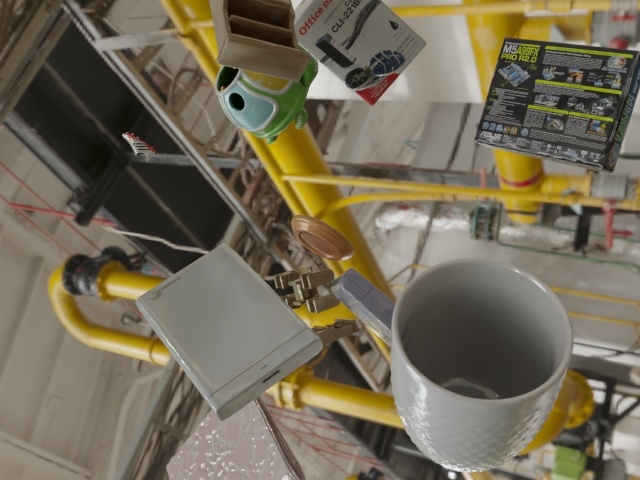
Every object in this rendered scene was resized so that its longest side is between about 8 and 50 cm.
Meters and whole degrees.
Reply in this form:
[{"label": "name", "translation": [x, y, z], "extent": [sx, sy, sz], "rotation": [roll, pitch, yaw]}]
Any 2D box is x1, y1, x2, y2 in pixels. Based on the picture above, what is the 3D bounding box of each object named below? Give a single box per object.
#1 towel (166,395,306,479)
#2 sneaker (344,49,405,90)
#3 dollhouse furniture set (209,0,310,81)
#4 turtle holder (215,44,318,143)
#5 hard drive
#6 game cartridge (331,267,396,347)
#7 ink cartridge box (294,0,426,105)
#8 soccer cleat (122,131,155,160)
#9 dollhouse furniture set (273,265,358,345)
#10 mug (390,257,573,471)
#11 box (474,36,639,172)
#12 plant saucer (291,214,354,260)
[{"label": "towel", "translation": [-0.197, 0.517, 1.534], "extent": [0.053, 0.317, 0.332], "rotation": [24, -69, -42]}, {"label": "sneaker", "translation": [0.115, -0.357, 1.477], "extent": [0.058, 0.135, 0.052], "rotation": [30, -143, -78]}, {"label": "dollhouse furniture set", "translation": [-0.065, -0.537, 1.282], "extent": [0.362, 0.394, 0.257], "rotation": [6, -129, -27]}, {"label": "turtle holder", "translation": [-0.150, -0.427, 1.965], "extent": [0.227, 0.320, 0.244], "rotation": [23, -102, -36]}, {"label": "hard drive", "translation": [-0.190, 0.164, 1.383], "extent": [0.233, 0.353, 0.047], "rotation": [-34, -43, -18]}, {"label": "game cartridge", "translation": [0.148, 0.179, 1.494], "extent": [0.062, 0.297, 0.198], "rotation": [-47, -2, -6]}, {"label": "ink cartridge box", "translation": [0.078, -0.483, 1.633], "extent": [0.272, 0.197, 0.114], "rotation": [36, -164, -20]}, {"label": "soccer cleat", "translation": [-0.391, -0.200, 1.487], "extent": [0.036, 0.083, 0.029], "rotation": [-58, -5, -10]}, {"label": "dollhouse furniture set", "translation": [-0.003, 0.193, 2.176], "extent": [0.161, 0.212, 0.242], "rotation": [-16, -85, -32]}, {"label": "mug", "translation": [0.267, 0.203, 1.215], "extent": [0.328, 0.276, 0.374], "rotation": [85, -163, -47]}, {"label": "box", "translation": [0.448, -0.261, 1.324], "extent": [0.060, 0.270, 0.216], "rotation": [8, -81, -51]}, {"label": "plant saucer", "translation": [0.000, 0.000, 1.955], "extent": [0.037, 0.200, 0.200], "rotation": [-58, -35, -19]}]
